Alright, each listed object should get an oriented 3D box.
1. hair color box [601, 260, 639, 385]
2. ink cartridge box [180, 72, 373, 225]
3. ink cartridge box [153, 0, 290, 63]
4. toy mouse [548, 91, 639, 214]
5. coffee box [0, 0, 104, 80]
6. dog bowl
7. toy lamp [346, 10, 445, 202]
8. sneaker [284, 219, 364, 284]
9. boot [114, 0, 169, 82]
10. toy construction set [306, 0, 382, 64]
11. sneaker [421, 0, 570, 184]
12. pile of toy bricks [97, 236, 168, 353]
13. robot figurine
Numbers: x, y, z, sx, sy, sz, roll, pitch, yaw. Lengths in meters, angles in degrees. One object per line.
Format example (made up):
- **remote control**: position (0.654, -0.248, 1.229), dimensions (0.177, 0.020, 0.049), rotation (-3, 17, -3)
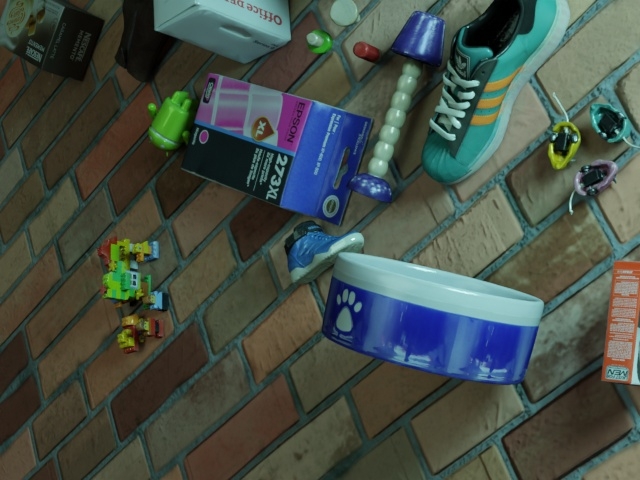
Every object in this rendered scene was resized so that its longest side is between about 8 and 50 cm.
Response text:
- **hair color box**: position (0.369, 0.098, 1.370), dimensions (0.043, 0.072, 0.141), rotation (2, 83, 46)
- **ink cartridge box**: position (-0.080, -0.154, 1.910), dimensions (0.371, 0.069, 0.175), rotation (21, 96, 44)
- **ink cartridge box**: position (-0.168, -0.467, 1.965), dimensions (0.122, 0.211, 0.289), rotation (-20, 66, 41)
- **toy mouse**: position (0.351, -0.111, 1.470), dimensions (0.143, 0.031, 0.161), rotation (-2, 79, 46)
- **coffee box**: position (-0.571, -0.437, 2.458), dimensions (0.246, 0.098, 0.141), rotation (32, 104, 45)
- **dog bowl**: position (0.138, 0.095, 1.470), dimensions (0.265, 0.265, 0.104), rotation (16, 95, 47)
- **toy lamp**: position (0.112, -0.195, 1.705), dimensions (0.080, 0.080, 0.274), rotation (26, 98, 46)
- **sneaker**: position (-0.001, 0.000, 1.788), dimensions (0.152, 0.058, 0.084), rotation (-35, 65, 43)
- **boot**: position (-0.294, -0.388, 2.193), dimensions (0.248, 0.090, 0.206), rotation (40, 121, 42)
- **toy construction set**: position (0.046, -0.416, 1.785), dimensions (0.258, 0.237, 0.308), rotation (-9, 91, 14)
- **sneaker**: position (0.206, -0.217, 1.581), dimensions (0.108, 0.121, 0.302), rotation (46, 113, 42)
- **pile of toy bricks**: position (-0.348, 0.086, 2.093), dimensions (0.118, 0.105, 0.212), rotation (-20, 67, 42)
- **robot figurine**: position (-0.263, -0.210, 2.106), dimensions (0.101, 0.067, 0.115), rotation (37, 109, 13)
